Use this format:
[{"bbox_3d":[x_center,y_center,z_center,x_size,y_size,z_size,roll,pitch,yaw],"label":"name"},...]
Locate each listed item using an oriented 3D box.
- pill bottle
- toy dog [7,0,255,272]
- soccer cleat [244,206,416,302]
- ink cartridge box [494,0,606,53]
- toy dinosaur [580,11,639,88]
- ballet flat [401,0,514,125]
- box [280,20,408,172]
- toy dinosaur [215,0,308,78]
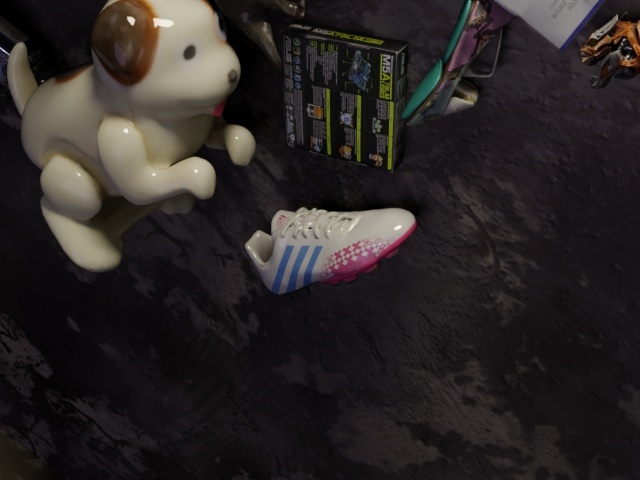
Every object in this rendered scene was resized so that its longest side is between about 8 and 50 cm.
[{"bbox_3d":[-0.565,-0.322,1.440,0.219,0.123,0.123,39,137,-15],"label":"pill bottle"},{"bbox_3d":[-0.270,-0.218,1.257,0.395,0.284,0.408,53,133,5],"label":"toy dog"},{"bbox_3d":[0.000,0.000,1.320,0.331,0.116,0.143,-25,106,43],"label":"soccer cleat"},{"bbox_3d":[0.234,-0.413,0.887,0.307,0.072,0.304,37,134,2],"label":"ink cartridge box"},{"bbox_3d":[0.441,-0.190,0.865,0.322,0.164,0.218,4,110,58],"label":"toy dinosaur"},{"bbox_3d":[0.181,-0.220,1.070,0.079,0.077,0.221,21,135,-7],"label":"ballet flat"},{"bbox_3d":[0.033,-0.206,1.194,0.184,0.045,0.191,15,129,22],"label":"box"},{"bbox_3d":[-0.098,-0.370,1.101,0.160,0.121,0.313,6,140,21],"label":"toy dinosaur"}]
